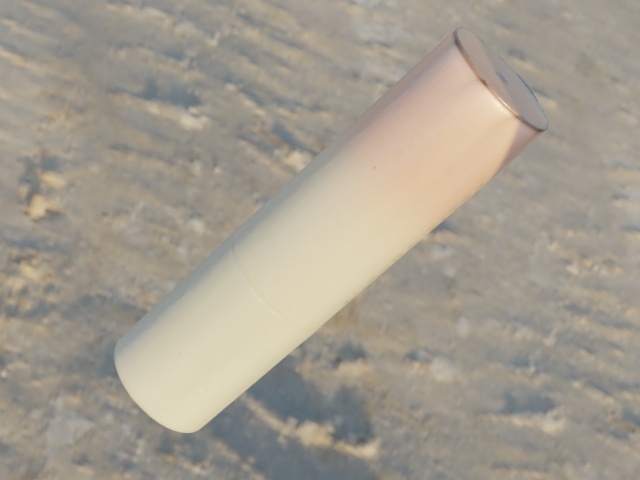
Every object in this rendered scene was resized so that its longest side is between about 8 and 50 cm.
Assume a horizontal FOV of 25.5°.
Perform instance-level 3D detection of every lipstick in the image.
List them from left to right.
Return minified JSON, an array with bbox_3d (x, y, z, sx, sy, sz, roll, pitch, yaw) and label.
[{"bbox_3d":[0.000,0.000,0.935,0.087,0.327,0.087,40,23,-20],"label":"lipstick"}]
